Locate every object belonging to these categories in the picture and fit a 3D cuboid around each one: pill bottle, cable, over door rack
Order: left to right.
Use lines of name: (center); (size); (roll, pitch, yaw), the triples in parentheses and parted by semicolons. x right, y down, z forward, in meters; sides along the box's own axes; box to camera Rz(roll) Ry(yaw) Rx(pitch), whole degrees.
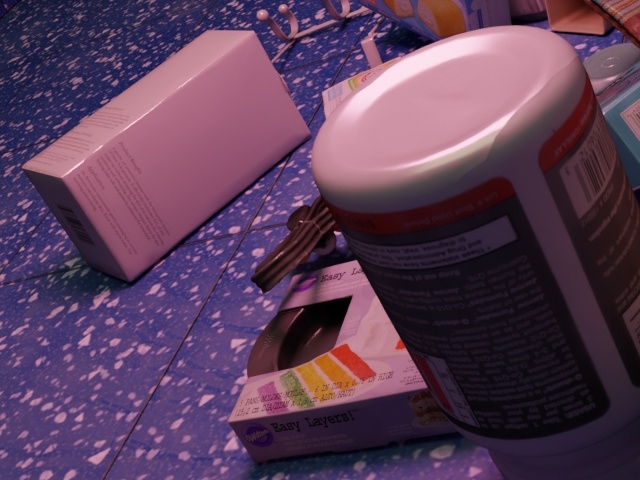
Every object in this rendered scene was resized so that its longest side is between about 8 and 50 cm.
cable: (0.000, 0.000, 1.360); (0.139, 0.072, 0.287); (-34, 10, 11)
over door rack: (0.007, -0.362, 1.995); (0.240, 0.108, 0.324); (-17, 30, 23)
pill bottle: (0.158, 0.035, 0.923); (0.210, 0.362, 0.210); (-22, 29, 13)

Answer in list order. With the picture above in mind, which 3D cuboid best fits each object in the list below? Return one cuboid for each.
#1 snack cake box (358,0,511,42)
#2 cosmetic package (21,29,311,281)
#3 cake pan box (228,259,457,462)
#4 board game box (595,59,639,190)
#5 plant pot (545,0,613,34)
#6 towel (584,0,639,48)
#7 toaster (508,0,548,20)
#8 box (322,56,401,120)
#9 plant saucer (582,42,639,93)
snack cake box: (0.158, -0.395, 1.777); (0.089, 0.152, 0.264); (-39, 49, -18)
cosmetic package: (-0.218, -0.132, 1.727); (0.365, 0.197, 0.155); (-40, 29, -23)
cake pan box: (0.054, 0.107, 1.219); (0.267, 0.070, 0.245); (-14, 29, 29)
board game box: (0.326, -0.128, 1.189); (0.254, 0.079, 0.336); (-36, 0, -13)
plant pot: (0.384, -0.359, 1.654); (0.096, 0.109, 0.109); (-27, 25, -24)
towel: (0.511, -0.334, 1.398); (0.370, 0.040, 0.271); (-37, 67, -14)
toaster: (0.291, -0.419, 1.783); (0.129, 0.146, 0.227); (-44, 32, -25)
box: (0.091, -0.091, 1.362); (0.103, 0.203, 0.114); (-24, 28, 10)
plant saucer: (0.375, -0.221, 1.512); (0.119, 0.021, 0.119); (-22, 28, 13)
